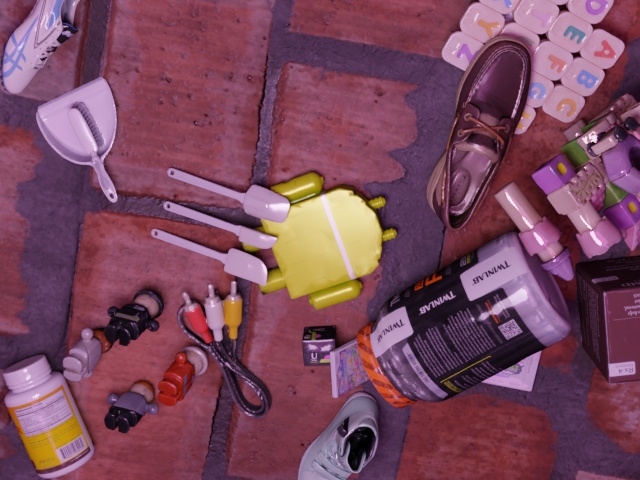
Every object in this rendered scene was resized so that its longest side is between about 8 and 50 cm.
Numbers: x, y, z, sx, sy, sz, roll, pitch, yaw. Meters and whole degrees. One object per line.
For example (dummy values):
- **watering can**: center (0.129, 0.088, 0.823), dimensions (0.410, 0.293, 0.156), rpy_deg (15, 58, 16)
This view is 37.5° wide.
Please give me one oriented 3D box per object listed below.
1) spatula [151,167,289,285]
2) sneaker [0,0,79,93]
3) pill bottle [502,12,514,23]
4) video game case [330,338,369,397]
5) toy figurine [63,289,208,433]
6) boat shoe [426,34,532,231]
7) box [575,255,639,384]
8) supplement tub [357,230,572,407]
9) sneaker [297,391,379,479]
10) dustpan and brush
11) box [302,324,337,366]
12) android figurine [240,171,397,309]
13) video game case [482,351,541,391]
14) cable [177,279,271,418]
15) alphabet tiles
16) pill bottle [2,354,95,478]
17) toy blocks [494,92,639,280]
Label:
- **spatula**: center (-0.184, -0.036, 1.705), dimensions (0.242, 0.019, 0.168), rpy_deg (20, 105, 15)
- **sneaker**: center (-0.479, -0.353, 1.636), dimensions (0.086, 0.085, 0.237), rpy_deg (34, 102, 5)
- **pill bottle**: center (0.319, -0.358, 1.631), dimensions (0.043, 0.043, 0.083), rpy_deg (15, 102, -2)
- **video game case**: center (0.059, 0.229, 1.736), dimensions (0.011, 0.122, 0.087), rpy_deg (6, 106, 36)
- **toy figurine**: center (-0.337, 0.220, 1.720), dimensions (0.209, 0.148, 0.213), rpy_deg (-36, 99, 27)
- **boat shoe**: center (0.275, -0.173, 1.600), dimensions (0.123, 0.123, 0.342), rpy_deg (18, 114, -10)
- **box**: center (0.556, 0.132, 1.650), dimensions (0.168, 0.203, 0.167), rpy_deg (-7, 102, 3)
- **supplement tub**: center (0.245, 0.148, 1.645), dimensions (0.338, 0.207, 0.207), rpy_deg (-31, 100, 19)
- **sneaker**: center (0.026, 0.415, 1.755), dimensions (0.094, 0.151, 0.256), rpy_deg (27, 103, -6)
- **dustpan and brush**: center (-0.409, -0.168, 1.687), dimensions (0.147, 0.060, 0.211), rpy_deg (-24, 100, 7)
- **box**: center (-0.001, 0.194, 1.741), dimensions (0.062, 0.083, 0.052), rpy_deg (-3, 102, 2)
- **android figurine**: center (0.000, 0.000, 1.713), dimensions (0.272, 0.056, 0.248), rpy_deg (-21, 100, 8)
- **video game case**: center (0.334, 0.201, 1.765), dimensions (0.157, 0.019, 0.143), rpy_deg (11, 102, 0)
- **cable**: center (-0.185, 0.212, 1.758), dimensions (0.139, 0.072, 0.287), rpy_deg (-12, 102, 10)
- **alphabet tiles**: center (0.362, -0.322, 1.605), dimensions (0.278, 0.021, 0.284), rpy_deg (25, 115, -16)
- **pill bottle**: center (-0.515, 0.328, 1.770), dimensions (0.117, 0.117, 0.215), rpy_deg (-19, 101, 6)
- **toy blocks**: center (0.500, -0.074, 1.506), dimensions (0.288, 0.309, 0.260), rpy_deg (-38, 93, -31)
